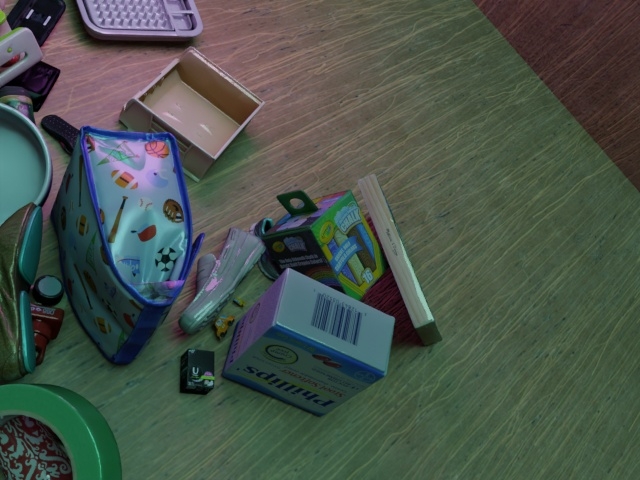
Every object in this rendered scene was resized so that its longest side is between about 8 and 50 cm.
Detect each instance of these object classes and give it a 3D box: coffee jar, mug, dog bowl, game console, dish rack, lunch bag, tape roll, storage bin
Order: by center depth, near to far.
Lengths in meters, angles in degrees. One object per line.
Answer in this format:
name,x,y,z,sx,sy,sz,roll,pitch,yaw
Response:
tape roll,-0.491,0.398,1.154,0.321,0.077,0.321,-2,78,10
mug,-0.510,0.398,1.269,0.113,0.150,0.169,-39,79,-2
dog bowl,-0.678,-0.143,1.412,0.265,0.104,0.264,1,87,-17
lunch bag,-0.385,0.022,1.413,0.239,0.328,0.385,-2,61,-30
coffee jar,-0.672,-0.246,1.556,0.079,0.096,0.184,-3,63,-35
game console,-0.718,-0.484,1.710,0.213,0.044,0.361,25,54,-16
storage bin,-0.327,-0.328,1.794,0.260,0.123,0.262,37,50,-6
dish rack,-0.512,-0.650,1.916,0.333,0.072,0.285,-10,68,-35

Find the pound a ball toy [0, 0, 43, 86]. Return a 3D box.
pound a ball toy,-0.771,-0.410,1.546,0.208,0.135,0.319,37,66,18

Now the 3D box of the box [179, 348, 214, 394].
box,-0.263,0.280,1.502,0.062,0.052,0.083,12,56,-26

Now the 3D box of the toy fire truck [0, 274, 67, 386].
toy fire truck,-0.608,0.191,1.311,0.217,0.158,0.246,15,45,-23

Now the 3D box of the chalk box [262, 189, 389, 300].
chalk box,0.000,0.000,1.685,0.179,0.180,0.289,-42,113,-41

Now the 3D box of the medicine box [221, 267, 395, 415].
medicine box,-0.030,0.230,1.516,0.264,0.289,0.149,26,50,-15

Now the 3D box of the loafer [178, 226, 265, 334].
loafer,-0.241,0.086,1.606,0.111,0.112,0.319,35,42,-1

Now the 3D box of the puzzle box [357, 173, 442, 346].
puzzle box,0.208,0.058,1.804,0.052,0.272,0.408,-22,69,6

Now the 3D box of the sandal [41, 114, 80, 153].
sandal,-0.579,-0.231,1.646,0.179,0.040,0.067,36,43,12

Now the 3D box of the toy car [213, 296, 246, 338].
toy car,-0.214,0.175,1.616,0.041,0.060,0.122,33,23,-3

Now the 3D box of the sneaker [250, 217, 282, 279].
sneaker,-0.123,0.017,1.732,0.065,0.076,0.166,-13,69,-35

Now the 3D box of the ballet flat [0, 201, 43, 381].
ballet flat,-0.572,0.085,1.258,0.124,0.116,0.342,-2,67,-10
